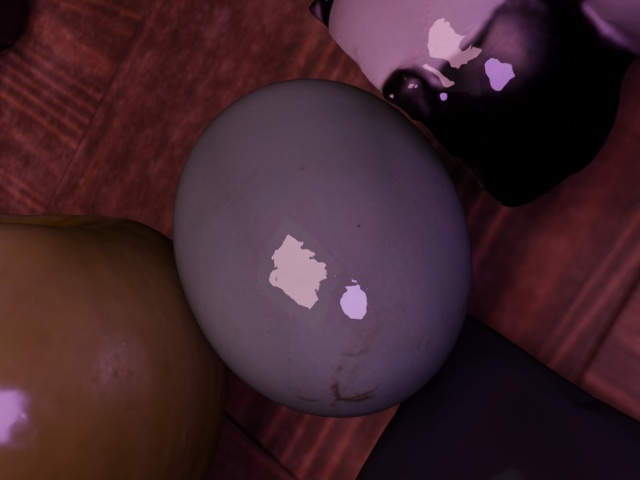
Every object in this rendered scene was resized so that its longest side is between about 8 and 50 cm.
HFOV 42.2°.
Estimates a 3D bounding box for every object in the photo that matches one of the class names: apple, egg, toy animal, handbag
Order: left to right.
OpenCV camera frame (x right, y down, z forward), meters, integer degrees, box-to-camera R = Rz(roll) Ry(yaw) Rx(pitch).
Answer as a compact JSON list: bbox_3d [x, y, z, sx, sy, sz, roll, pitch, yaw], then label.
[{"bbox_3d":[-0.178,0.110,0.535,0.233,0.295,0.258,2,91,-3],"label":"apple"},{"bbox_3d":[0.000,0.000,0.481,0.168,0.168,0.231,-44,36,18],"label":"egg"},{"bbox_3d":[0.089,0.182,0.434,0.211,0.088,0.254,28,89,44],"label":"handbag"},{"bbox_3d":[0.124,-0.149,0.443,0.235,0.165,0.187,-50,39,17],"label":"toy animal"}]

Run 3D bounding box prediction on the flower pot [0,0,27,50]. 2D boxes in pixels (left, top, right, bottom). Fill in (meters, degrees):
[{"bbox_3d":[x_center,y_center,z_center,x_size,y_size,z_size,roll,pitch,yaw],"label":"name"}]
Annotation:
[{"bbox_3d":[-0.352,-0.237,0.835,0.111,0.089,0.111,-9,73,33],"label":"flower pot"}]
